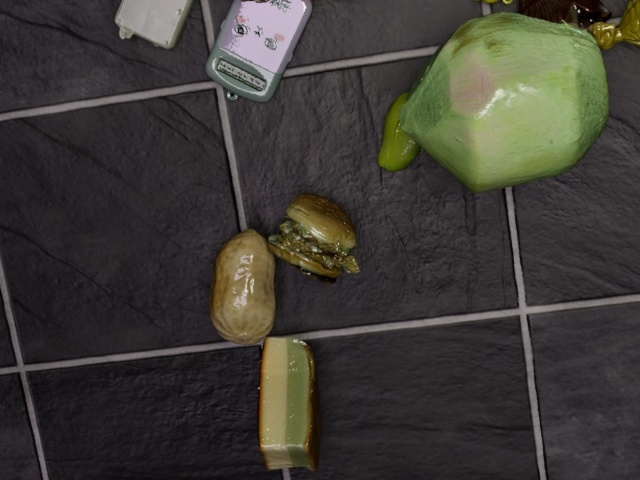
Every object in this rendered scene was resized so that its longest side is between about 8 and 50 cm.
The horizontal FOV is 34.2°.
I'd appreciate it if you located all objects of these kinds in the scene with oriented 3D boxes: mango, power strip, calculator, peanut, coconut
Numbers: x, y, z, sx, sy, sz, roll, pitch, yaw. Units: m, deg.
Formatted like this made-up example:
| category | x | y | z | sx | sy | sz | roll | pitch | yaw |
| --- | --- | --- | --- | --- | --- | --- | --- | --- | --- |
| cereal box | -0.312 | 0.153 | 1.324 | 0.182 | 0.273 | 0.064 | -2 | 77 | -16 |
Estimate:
| category | x | y | z | sx | sy | sz | roll | pitch | yaw |
| --- | --- | --- | --- | --- | --- | --- | --- | --- | --- |
| mango | 0.154 | -0.198 | 1.861 | 0.091 | 0.074 | 0.165 | 28 | 116 | -4 |
| power strip | -0.274 | -0.473 | 1.864 | 0.118 | 0.046 | 0.270 | 25 | 103 | -2 |
| calculator | -0.112 | -0.362 | 1.870 | 0.141 | 0.045 | 0.246 | 28 | 105 | 1 |
| peanut | -0.142 | 0.089 | 1.929 | 0.129 | 0.129 | 0.224 | 2 | 102 | 7 |
| coconut | 0.283 | -0.218 | 1.644 | 0.328 | 0.328 | 0.281 | -9 | 120 | 9 |

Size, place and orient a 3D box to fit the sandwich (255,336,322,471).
| category | x | y | z | sx | sy | sz | roll | pitch | yaw |
| --- | --- | --- | --- | --- | --- | --- | --- | --- | --- |
| sandwich | -0.057 | 0.314 | 1.967 | 0.108 | 0.186 | 0.220 | -2 | 62 | 5 |

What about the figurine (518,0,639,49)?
| category | x | y | z | sx | sy | sz | roll | pitch | yaw |
| --- | --- | --- | --- | --- | --- | --- | --- | --- | --- |
| figurine | 0.491 | -0.359 | 1.745 | 0.315 | 0.187 | 0.168 | -7 | 106 | 17 |

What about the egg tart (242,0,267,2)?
| category | x | y | z | sx | sy | sz | roll | pitch | yaw |
| --- | --- | --- | --- | --- | --- | --- | --- | --- | --- |
| egg tart | -0.089 | -0.498 | 1.774 | 0.297 | 0.132 | 0.297 | 0 | 58 | 0 |

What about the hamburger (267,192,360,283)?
| category | x | y | z | sx | sy | sz | roll | pitch | yaw |
| --- | --- | --- | --- | --- | --- | --- | --- | --- | --- |
| hamburger | 0.000 | 0.000 | 1.879 | 0.185 | 0.159 | 0.131 | 38 | 102 | 18 |

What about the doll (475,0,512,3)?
| category | x | y | z | sx | sy | sz | roll | pitch | yaw |
| --- | --- | --- | --- | --- | --- | --- | --- | --- | --- |
| doll | 0.251 | -0.478 | 1.782 | 0.207 | 0.081 | 0.129 | 41 | 111 | -5 |
